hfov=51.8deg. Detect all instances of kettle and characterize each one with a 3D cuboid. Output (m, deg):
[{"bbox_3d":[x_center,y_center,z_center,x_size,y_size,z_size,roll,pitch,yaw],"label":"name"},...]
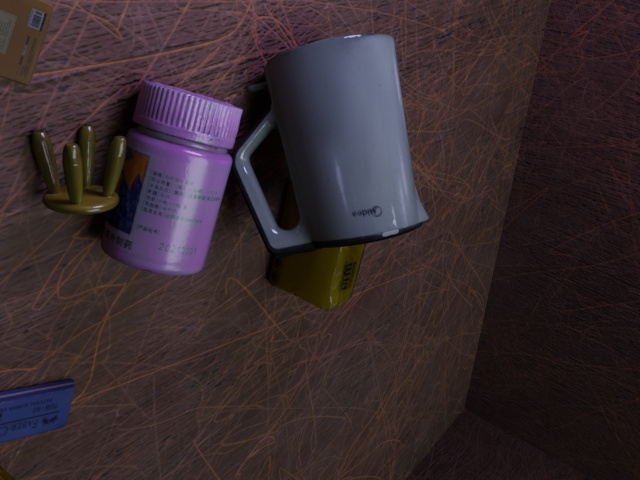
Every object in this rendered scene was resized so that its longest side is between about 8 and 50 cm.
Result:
[{"bbox_3d":[0.003,-0.173,1.288,0.250,0.361,0.376,-112,-170,-85],"label":"kettle"}]

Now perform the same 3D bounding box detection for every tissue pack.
[{"bbox_3d":[0.000,0.000,1.531,0.134,0.192,0.270,-15,122,-54],"label":"tissue pack"}]

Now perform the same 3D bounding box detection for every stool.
[{"bbox_3d":[-0.359,-0.107,0.988,0.135,0.134,0.110,-108,-158,-66],"label":"stool"}]

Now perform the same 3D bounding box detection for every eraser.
[{"bbox_3d":[-0.509,0.290,1.106,0.225,0.036,0.082,3,107,-57],"label":"eraser"}]

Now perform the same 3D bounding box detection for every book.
[{"bbox_3d":[-0.434,-0.279,0.847,0.172,0.012,0.118,11,102,-59],"label":"book"}]

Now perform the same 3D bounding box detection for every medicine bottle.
[{"bbox_3d":[-0.246,-0.103,1.094,0.178,0.178,0.290,-1,110,-57],"label":"medicine bottle"}]

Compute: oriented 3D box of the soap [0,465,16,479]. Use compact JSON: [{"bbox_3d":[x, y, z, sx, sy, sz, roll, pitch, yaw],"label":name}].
[{"bbox_3d":[-0.599,0.421,1.017,0.257,0.080,0.160,-19,127,-51],"label":"soap"}]
